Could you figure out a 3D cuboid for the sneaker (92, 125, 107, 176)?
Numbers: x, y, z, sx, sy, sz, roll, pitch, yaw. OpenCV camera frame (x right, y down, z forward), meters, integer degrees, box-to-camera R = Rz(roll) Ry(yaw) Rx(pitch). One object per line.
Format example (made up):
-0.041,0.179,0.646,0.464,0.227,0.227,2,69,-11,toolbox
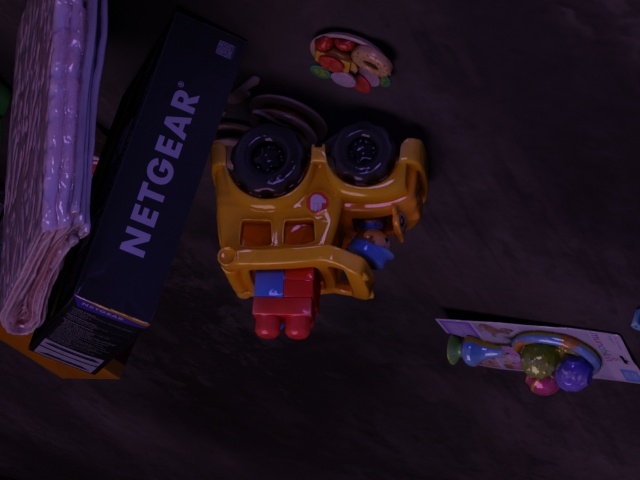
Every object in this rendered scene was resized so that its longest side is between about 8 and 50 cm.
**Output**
-0.274,-0.108,1.953,0.118,0.042,0.067,34,152,-33,sneaker

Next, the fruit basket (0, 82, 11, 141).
-0.590,-0.124,1.876,0.392,0.283,0.392,10,169,2,fruit basket

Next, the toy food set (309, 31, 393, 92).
0.029,-0.167,1.576,0.083,0.020,0.082,20,158,4,toy food set

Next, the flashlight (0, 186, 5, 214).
-0.511,-0.007,2.323,0.103,0.103,0.304,31,155,-29,flashlight

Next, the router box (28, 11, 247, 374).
-0.185,-0.041,1.674,0.081,0.309,0.243,22,159,-13,router box

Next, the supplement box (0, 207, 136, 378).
-0.324,0.050,2.156,0.129,0.194,0.191,-4,146,47,supplement box

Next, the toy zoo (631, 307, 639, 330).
0.469,0.104,1.784,0.293,0.030,0.192,7,154,31,toy zoo

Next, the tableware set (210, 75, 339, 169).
-0.062,-0.103,1.777,0.128,0.039,0.194,29,157,-17,tableware set

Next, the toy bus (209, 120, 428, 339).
0.000,0.000,1.691,0.220,0.211,0.149,-3,158,6,toy bus

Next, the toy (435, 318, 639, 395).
0.264,0.152,2.046,0.237,0.056,0.137,8,155,31,toy

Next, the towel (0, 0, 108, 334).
-0.252,-0.109,1.574,0.053,0.332,0.317,7,160,-17,towel
